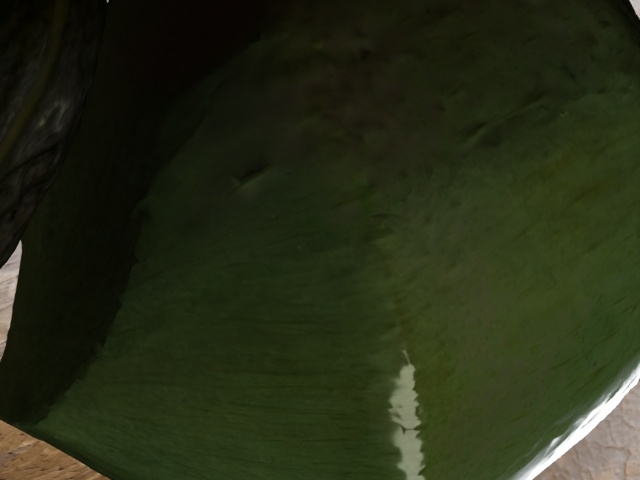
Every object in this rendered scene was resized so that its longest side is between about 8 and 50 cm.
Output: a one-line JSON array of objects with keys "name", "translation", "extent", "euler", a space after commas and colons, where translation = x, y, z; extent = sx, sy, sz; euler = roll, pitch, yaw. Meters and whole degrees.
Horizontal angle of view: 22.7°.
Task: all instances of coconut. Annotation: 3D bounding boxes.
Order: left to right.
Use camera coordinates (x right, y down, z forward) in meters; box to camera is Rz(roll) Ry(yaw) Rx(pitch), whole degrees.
[{"name": "coconut", "translation": [0.000, 0.000, 0.701], "extent": [0.328, 0.281, 0.328], "euler": [-34, 171, -6]}]

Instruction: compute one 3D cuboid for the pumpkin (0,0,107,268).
[{"name": "pumpkin", "translation": [-0.211, -0.041, 0.426], "extent": [0.320, 0.192, 0.320], "euler": [-21, 162, -7]}]
